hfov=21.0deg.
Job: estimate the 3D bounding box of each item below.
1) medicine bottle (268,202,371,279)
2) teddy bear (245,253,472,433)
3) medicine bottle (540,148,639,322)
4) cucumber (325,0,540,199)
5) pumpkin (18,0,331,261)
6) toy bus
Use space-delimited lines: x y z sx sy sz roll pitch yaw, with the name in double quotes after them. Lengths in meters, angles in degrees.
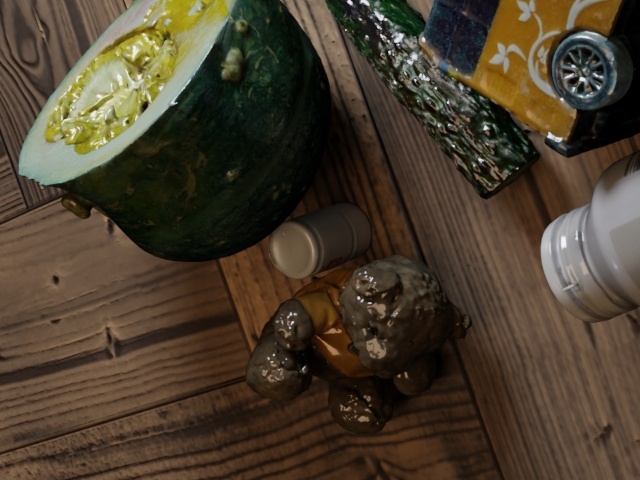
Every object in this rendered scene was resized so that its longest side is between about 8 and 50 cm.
0.000 0.000 1.609 0.057 0.089 0.057 13 111 36 "medicine bottle"
0.040 0.080 1.569 0.190 0.177 0.140 -26 49 44 "teddy bear"
0.281 -0.012 1.345 0.215 0.135 0.135 -28 85 41 "medicine bottle"
0.078 -0.161 1.515 0.293 0.067 0.067 51 128 17 "cucumber"
-0.107 -0.104 1.582 0.263 0.197 0.293 -57 28 -9 "pumpkin"
0.218 -0.249 1.312 0.194 0.162 0.323 36 125 29 "toy bus"
